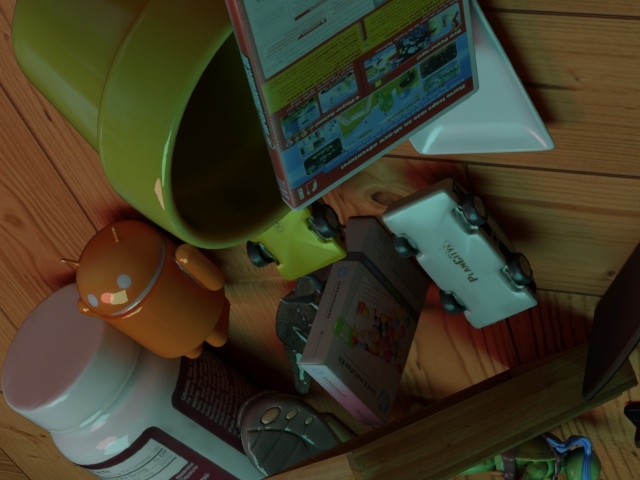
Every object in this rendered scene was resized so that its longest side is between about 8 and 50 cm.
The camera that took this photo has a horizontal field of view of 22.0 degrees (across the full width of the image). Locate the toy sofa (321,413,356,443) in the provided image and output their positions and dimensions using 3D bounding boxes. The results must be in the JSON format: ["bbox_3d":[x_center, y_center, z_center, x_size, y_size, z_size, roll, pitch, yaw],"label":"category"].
[{"bbox_3d":[0.013,0.433,2.286,0.177,0.363,0.150,-17,139,30],"label":"toy sofa"}]

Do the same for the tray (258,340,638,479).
[{"bbox_3d":[0.146,0.218,1.850,0.411,0.076,0.203,-20,176,-37],"label":"tray"}]

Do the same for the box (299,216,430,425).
[{"bbox_3d":[0.052,0.090,1.822,0.038,0.186,0.145,0,148,35],"label":"box"}]

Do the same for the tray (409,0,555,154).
[{"bbox_3d":[0.108,-0.166,1.491,0.145,0.030,0.270,1,149,29],"label":"tray"}]

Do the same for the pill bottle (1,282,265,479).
[{"bbox_3d":[-0.220,0.231,2.190,0.224,0.224,0.392,-10,143,40],"label":"pill bottle"}]

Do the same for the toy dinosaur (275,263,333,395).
[{"bbox_3d":[0.012,0.098,1.974,0.160,0.121,0.313,35,158,-6],"label":"toy dinosaur"}]

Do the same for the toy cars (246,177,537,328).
[{"bbox_3d":[0.050,-0.027,1.718,0.393,0.087,0.176,15,133,-5],"label":"toy cars"}]

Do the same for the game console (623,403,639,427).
[{"bbox_3d":[0.453,0.269,2.045,0.124,0.085,0.144,-6,144,36],"label":"game console"}]

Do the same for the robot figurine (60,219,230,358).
[{"bbox_3d":[-0.203,0.059,1.967,0.219,0.128,0.158,39,167,-37],"label":"robot figurine"}]

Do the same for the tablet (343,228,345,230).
[{"bbox_3d":[0.000,0.000,1.864,0.083,0.006,0.054,2,149,3],"label":"tablet"}]

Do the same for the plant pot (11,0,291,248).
[{"bbox_3d":[-0.126,-0.157,1.403,0.239,0.254,0.254,32,161,28],"label":"plant pot"}]

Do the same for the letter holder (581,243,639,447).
[{"bbox_3d":[0.374,0.121,1.676,0.152,0.214,0.302,16,153,0],"label":"letter holder"}]

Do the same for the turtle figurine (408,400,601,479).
[{"bbox_3d":[0.224,0.327,2.157,0.266,0.198,0.275,14,147,16],"label":"turtle figurine"}]

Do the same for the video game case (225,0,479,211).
[{"bbox_3d":[0.032,-0.166,1.320,0.025,0.204,0.285,46,163,34],"label":"video game case"}]

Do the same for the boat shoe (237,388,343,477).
[{"bbox_3d":[0.013,0.324,2.156,0.355,0.132,0.130,58,174,-22],"label":"boat shoe"}]
